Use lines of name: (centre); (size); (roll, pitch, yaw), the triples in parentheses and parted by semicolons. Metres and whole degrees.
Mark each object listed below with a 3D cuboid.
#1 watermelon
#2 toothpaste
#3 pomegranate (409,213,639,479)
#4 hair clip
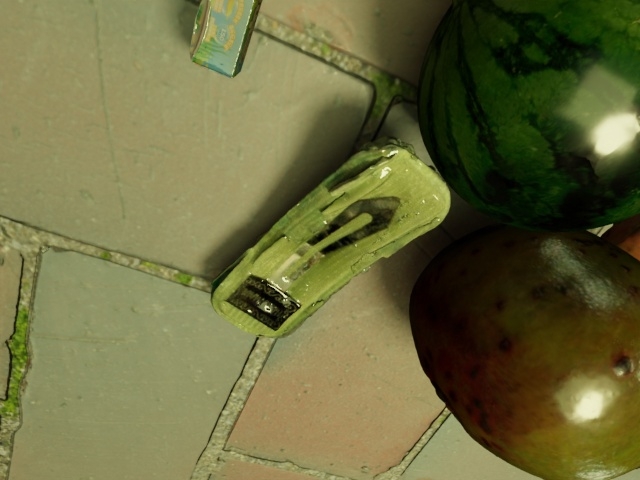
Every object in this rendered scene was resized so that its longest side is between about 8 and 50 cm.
watermelon: (0.201, -0.128, 0.370); (0.242, 0.242, 0.242); (-1, 119, -2)
toothpaste: (-0.068, -0.247, 0.387); (0.044, 0.070, 0.193); (19, 116, -11)
pomegranate: (0.264, 0.098, 0.499); (0.323, 0.291, 0.291); (-23, 122, -24)
hair clip: (-0.001, -0.001, 0.519); (0.138, 0.091, 0.321); (34, 124, -28)
